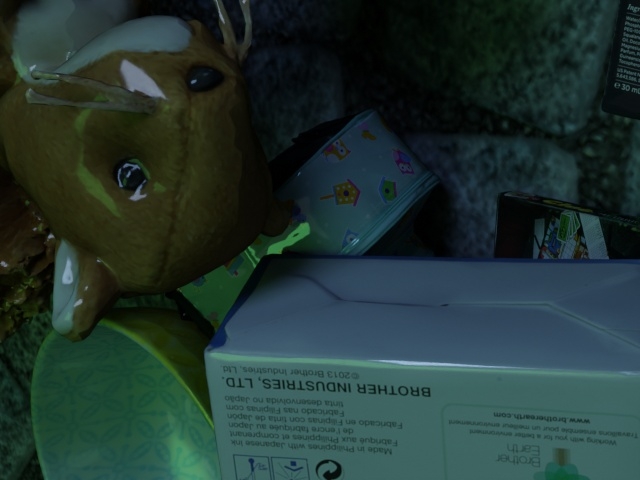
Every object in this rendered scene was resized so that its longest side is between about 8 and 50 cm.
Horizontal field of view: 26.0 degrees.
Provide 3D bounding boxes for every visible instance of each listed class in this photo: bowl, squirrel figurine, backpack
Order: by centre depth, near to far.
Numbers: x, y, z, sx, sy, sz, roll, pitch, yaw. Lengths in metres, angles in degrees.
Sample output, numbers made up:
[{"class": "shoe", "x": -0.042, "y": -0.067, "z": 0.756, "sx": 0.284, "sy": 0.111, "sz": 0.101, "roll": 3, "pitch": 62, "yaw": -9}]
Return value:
[{"class": "squirrel figurine", "x": -0.195, "y": -0.090, "z": 0.905, "sx": 0.370, "sy": 0.281, "sz": 0.397, "roll": 46, "pitch": 133, "yaw": 12}, {"class": "backpack", "x": 0.000, "y": 0.000, "z": 1.000, "sx": 0.144, "sy": 0.166, "sz": 0.188, "roll": 44, "pitch": 126, "yaw": 5}, {"class": "bowl", "x": -0.089, "y": 0.173, "z": 1.118, "sx": 0.289, "sy": 0.156, "sz": 0.289, "roll": 22, "pitch": 122, "yaw": 41}]

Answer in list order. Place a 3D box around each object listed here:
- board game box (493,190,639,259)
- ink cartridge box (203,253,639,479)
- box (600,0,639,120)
[{"class": "board game box", "x": 0.176, "y": 0.103, "z": 0.965, "sx": 0.136, "sy": 0.030, "sz": 0.259, "roll": 15, "pitch": 111, "yaw": 35}, {"class": "ink cartridge box", "x": 0.089, "y": 0.216, "z": 0.896, "sx": 0.270, "sy": 0.151, "sz": 0.395, "roll": 1, "pitch": 113, "yaw": 16}, {"class": "box", "x": 0.299, "y": -0.135, "z": 0.742, "sx": 0.261, "sy": 0.103, "sz": 0.184, "roll": 21, "pitch": 118, "yaw": 36}]
